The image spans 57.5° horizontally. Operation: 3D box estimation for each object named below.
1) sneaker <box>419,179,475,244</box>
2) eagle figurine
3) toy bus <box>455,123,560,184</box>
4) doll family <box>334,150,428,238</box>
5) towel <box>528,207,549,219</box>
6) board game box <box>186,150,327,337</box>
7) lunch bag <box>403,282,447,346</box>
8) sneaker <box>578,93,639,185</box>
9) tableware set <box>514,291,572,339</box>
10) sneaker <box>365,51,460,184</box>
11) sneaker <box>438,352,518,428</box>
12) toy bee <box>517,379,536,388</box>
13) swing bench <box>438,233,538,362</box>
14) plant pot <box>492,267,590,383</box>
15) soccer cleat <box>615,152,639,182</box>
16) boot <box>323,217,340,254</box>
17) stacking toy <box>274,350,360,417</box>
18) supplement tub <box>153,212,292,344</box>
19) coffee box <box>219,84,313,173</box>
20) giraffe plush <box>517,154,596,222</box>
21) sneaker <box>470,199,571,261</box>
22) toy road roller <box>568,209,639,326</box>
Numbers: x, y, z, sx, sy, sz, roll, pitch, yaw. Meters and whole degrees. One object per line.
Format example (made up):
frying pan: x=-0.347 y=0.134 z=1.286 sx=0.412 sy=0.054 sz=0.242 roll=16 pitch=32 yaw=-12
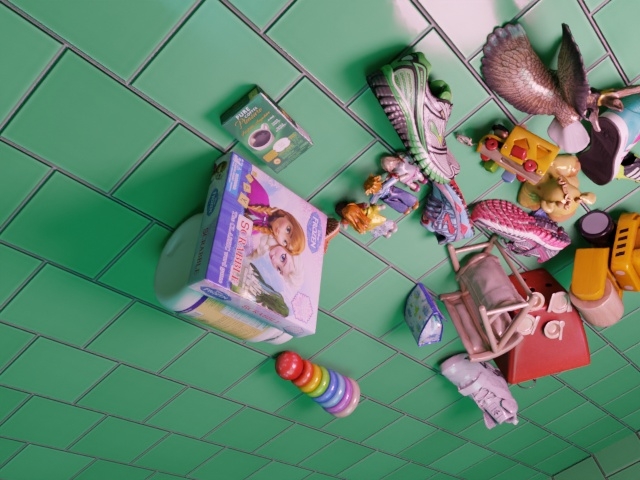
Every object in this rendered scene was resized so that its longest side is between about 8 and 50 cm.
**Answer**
sneaker: x=0.313 y=-0.070 z=1.498 sx=0.125 sy=0.104 sz=0.261 roll=-24 pitch=135 yaw=10
eagle figurine: x=0.509 y=-0.341 z=1.243 sx=0.299 sy=0.225 sz=0.226 roll=6 pitch=146 yaw=-36
toy bus: x=0.456 y=-0.221 z=1.373 sx=0.202 sy=0.191 sz=0.104 roll=36 pitch=86 yaw=-34
doll family: x=0.147 y=-0.093 z=1.412 sx=0.163 sy=0.118 sz=0.263 roll=24 pitch=121 yaw=-36
towel: x=0.619 y=-0.057 z=1.655 sx=0.067 sy=0.029 sz=0.119 roll=9 pitch=129 yaw=-26
board game box: x=-0.123 y=0.015 z=1.298 sx=0.066 sy=0.318 sz=0.318 roll=-20 pitch=142 yaw=38
lunch bag: x=0.316 y=0.221 z=1.761 sx=0.097 sy=0.128 sz=0.151 roll=-13 pitch=134 yaw=-11
sneaker: x=0.747 y=-0.263 z=1.437 sx=0.178 sy=0.123 sz=0.295 roll=-37 pitch=156 yaw=-2
tableware set: x=0.639 y=0.212 z=1.668 sx=0.169 sy=0.020 sz=0.140 roll=5 pitch=103 yaw=-9
sneaker: x=0.240 y=-0.255 z=1.274 sx=0.146 sy=0.134 sz=0.343 roll=-30 pitch=134 yaw=11
sneaker: x=0.585 y=0.543 z=2.096 sx=0.366 sy=0.210 sz=0.137 roll=28 pitch=120 yaw=-36
toy bee: x=0.762 y=0.353 z=1.987 sx=0.196 sy=0.298 sz=0.162 roll=-9 pitch=105 yaw=27
swing bench: x=0.466 y=0.166 z=1.665 sx=0.165 sy=0.253 sz=0.254 roll=-11 pitch=135 yaw=-6
plant pot: x=0.654 y=0.243 z=1.810 sx=0.268 sy=0.267 sz=0.235 roll=-13 pitch=121 yaw=-4
soccer cleat: x=0.852 y=-0.196 z=1.571 sx=0.179 sy=0.060 sz=0.072 roll=2 pitch=131 yaw=-15
boot: x=0.000 y=0.000 z=1.507 sx=0.158 sy=0.059 sz=0.085 roll=-32 pitch=137 yaw=26
stacking toy: x=-0.019 y=0.458 z=1.894 sx=0.141 sy=0.141 sz=0.330 roll=-37 pitch=128 yaw=19
supplement tub: x=-0.203 y=0.105 z=1.412 sx=0.241 sy=0.241 sz=0.331 roll=-40 pitch=132 yaw=21
coffee box: x=-0.113 y=-0.235 z=1.252 sx=0.113 sy=0.040 sz=0.184 roll=-37 pitch=133 yaw=18
giraffe plush: x=0.603 y=-0.123 z=1.485 sx=0.181 sy=0.170 sz=0.210 roll=-34 pitch=133 yaw=17
sneaker: x=0.535 y=-0.015 z=1.586 sx=0.300 sy=0.120 sz=0.112 roll=20 pitch=129 yaw=-18
toy road roller: x=0.863 y=0.075 z=1.644 sx=0.241 sy=0.329 sz=0.202 roll=0 pitch=151 yaw=43
